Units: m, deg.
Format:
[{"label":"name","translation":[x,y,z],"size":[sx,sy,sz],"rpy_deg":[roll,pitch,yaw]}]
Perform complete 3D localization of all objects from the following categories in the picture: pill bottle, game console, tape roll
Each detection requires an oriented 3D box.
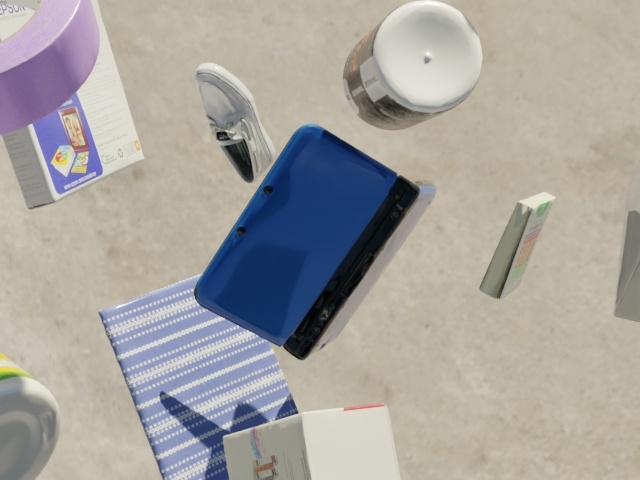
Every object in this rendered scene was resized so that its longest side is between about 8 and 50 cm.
[{"label":"pill bottle","translation":[-0.375,0.141,1.066],"size":[0.245,0.136,0.136],"rpy_deg":[29,55,32]},{"label":"game console","translation":[0.000,0.000,1.562],"size":[0.173,0.250,0.293],"rpy_deg":[37,102,10]},{"label":"pill bottle","translation":[0.100,-0.203,1.358],"size":[0.130,0.245,0.130],"rpy_deg":[0,89,-10]},{"label":"tape roll","translation":[-0.397,-0.243,1.281],"size":[0.274,0.090,0.275],"rpy_deg":[-3,52,3]}]

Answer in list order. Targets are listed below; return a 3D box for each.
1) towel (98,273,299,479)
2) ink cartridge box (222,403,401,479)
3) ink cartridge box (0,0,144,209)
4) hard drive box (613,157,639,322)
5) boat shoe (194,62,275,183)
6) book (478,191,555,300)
[{"label":"towel","translation":[-0.155,0.220,1.590],"size":[0.243,0.040,0.336],"rpy_deg":[-20,88,-38]},{"label":"ink cartridge box","translation":[-0.012,0.274,1.331],"size":[0.128,0.176,0.127],"rpy_deg":[-1,75,-37]},{"label":"ink cartridge box","translation":[-0.402,-0.233,1.726],"size":[0.072,0.307,0.303],"rpy_deg":[-13,12,22]},{"label":"hard drive box","translation":[0.376,-0.044,1.142],"size":[0.089,0.232,0.181],"rpy_deg":[12,58,6]},{"label":"boat shoe","translation":[-0.141,-0.186,1.824],"size":[0.083,0.226,0.076],"rpy_deg":[-3,48,35]},{"label":"book","translation":[0.281,0.005,1.582],"size":[0.035,0.144,0.096],"rpy_deg":[29,25,25]}]
